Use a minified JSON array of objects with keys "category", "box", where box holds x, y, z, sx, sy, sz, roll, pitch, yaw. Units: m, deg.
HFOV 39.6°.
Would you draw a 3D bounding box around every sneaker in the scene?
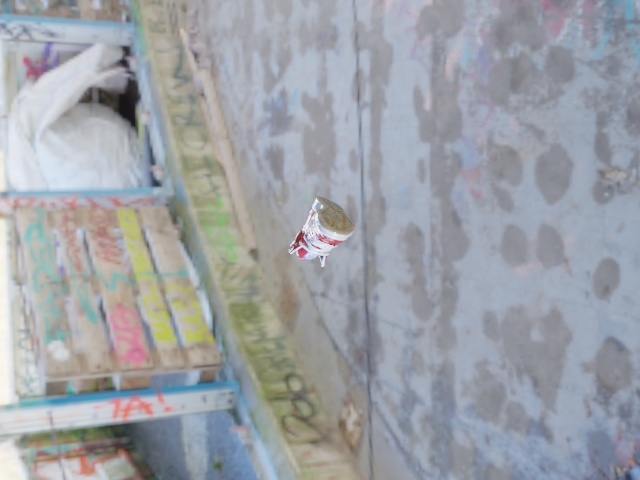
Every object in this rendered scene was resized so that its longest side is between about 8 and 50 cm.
[{"category":"sneaker","box":[0.000,0.000,0.890,0.067,0.042,0.118,-64,10,12]}]
